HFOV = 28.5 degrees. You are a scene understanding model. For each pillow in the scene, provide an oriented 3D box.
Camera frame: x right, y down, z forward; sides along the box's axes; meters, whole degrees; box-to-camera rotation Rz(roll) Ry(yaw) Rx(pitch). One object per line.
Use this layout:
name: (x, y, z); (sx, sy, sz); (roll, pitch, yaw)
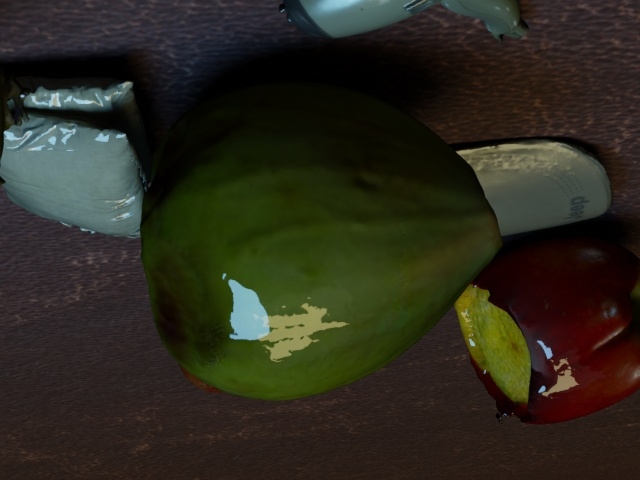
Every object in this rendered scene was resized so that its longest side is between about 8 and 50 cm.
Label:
pillow: (-0.192, -0.064, 0.965); (0.134, 0.077, 0.181); (6, 158, 2)

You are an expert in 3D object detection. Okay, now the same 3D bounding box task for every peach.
peach: (0.224, 0.093, 1.261); (0.226, 0.196, 0.190); (-20, 131, 36)

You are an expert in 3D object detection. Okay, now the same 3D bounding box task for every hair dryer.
hair dryer: (0.114, -0.188, 0.755); (0.225, 0.088, 0.219); (-2, 157, -40)

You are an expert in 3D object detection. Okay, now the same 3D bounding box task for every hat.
hat: (0.136, 0.009, 1.136); (0.245, 0.149, 0.214); (2, 159, 15)

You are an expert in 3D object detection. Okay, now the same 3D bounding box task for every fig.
fig: (0.000, 0.000, 0.944); (0.271, 0.239, 0.239); (0, 157, 8)

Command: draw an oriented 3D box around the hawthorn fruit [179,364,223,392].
hawthorn fruit: (-0.091, 0.093, 1.301); (0.133, 0.132, 0.138); (5, 171, -19)

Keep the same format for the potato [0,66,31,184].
potato: (-0.360, -0.084, 0.734); (0.359, 0.219, 0.269); (-2, 148, 14)
